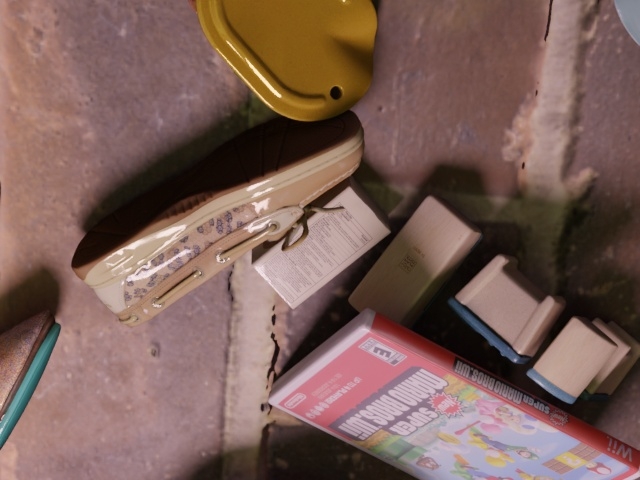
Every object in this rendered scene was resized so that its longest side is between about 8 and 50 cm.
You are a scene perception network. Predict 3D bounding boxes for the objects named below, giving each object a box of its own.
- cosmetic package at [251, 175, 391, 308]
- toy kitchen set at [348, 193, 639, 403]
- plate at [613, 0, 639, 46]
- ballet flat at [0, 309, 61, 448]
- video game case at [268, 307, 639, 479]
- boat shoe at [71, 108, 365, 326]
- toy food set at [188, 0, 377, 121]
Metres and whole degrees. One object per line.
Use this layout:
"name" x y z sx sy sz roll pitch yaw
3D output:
"cosmetic package" 0.000 0.000 1.541 0.115 0.041 0.060 -37 109 12
"toy kitchen set" 0.161 0.076 1.565 0.207 0.166 0.122 42 101 20
"plate" 0.338 -0.227 1.470 0.188 0.024 0.188 0 112 -1
"ballet flat" -0.334 0.185 1.576 0.106 0.107 0.316 24 109 -1
"video game case" 0.116 0.166 1.559 0.285 0.025 0.204 28 148 -13
"boat shoe" -0.077 -0.021 1.505 0.285 0.105 0.089 -26 116 19
"toy food set" -0.047 -0.197 1.451 0.128 0.071 0.218 -45 111 -10
